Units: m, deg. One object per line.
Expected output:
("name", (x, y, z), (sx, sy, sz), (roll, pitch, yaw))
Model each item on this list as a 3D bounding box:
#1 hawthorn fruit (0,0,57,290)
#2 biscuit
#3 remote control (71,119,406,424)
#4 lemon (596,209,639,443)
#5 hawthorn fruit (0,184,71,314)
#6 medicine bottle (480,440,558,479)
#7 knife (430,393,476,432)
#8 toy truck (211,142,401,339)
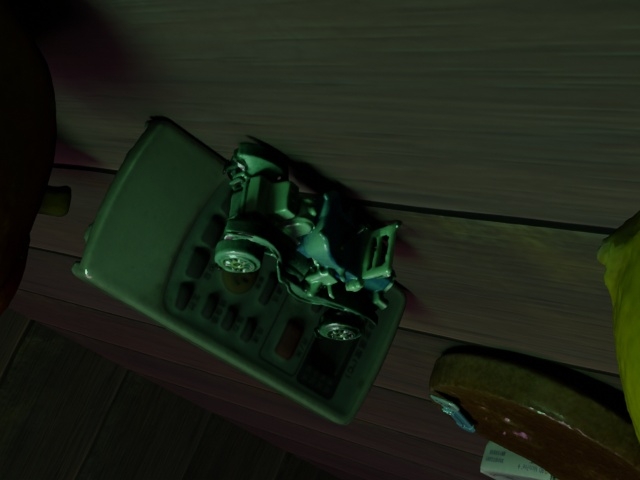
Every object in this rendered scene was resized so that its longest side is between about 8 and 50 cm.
("hawthorn fruit", (-0.270, -0.055, 0.647), (0.268, 0.268, 0.301), (15, 167, 33))
("biscuit", (0.218, 0.171, 1.092), (0.257, 0.049, 0.273), (30, 168, -8))
("remote control", (-0.047, 0.030, 0.860), (0.038, 0.123, 0.285), (11, 159, 46))
("lemon", (0.184, 0.033, 0.373), (0.203, 0.178, 0.178), (20, 166, 20))
("hawthorn fruit", (-0.340, -0.025, 0.889), (0.307, 0.265, 0.265), (5, 173, -19))
("medicine bottle", (0.297, 0.290, 1.414), (0.171, 0.052, 0.201), (26, 167, -11))
("knife", (0.126, 0.164, 1.128), (0.027, 0.010, 0.096), (21, 165, 31))
("toy truck", (0.001, 0.001, 0.774), (0.078, 0.080, 0.154), (-14, 146, 33))
